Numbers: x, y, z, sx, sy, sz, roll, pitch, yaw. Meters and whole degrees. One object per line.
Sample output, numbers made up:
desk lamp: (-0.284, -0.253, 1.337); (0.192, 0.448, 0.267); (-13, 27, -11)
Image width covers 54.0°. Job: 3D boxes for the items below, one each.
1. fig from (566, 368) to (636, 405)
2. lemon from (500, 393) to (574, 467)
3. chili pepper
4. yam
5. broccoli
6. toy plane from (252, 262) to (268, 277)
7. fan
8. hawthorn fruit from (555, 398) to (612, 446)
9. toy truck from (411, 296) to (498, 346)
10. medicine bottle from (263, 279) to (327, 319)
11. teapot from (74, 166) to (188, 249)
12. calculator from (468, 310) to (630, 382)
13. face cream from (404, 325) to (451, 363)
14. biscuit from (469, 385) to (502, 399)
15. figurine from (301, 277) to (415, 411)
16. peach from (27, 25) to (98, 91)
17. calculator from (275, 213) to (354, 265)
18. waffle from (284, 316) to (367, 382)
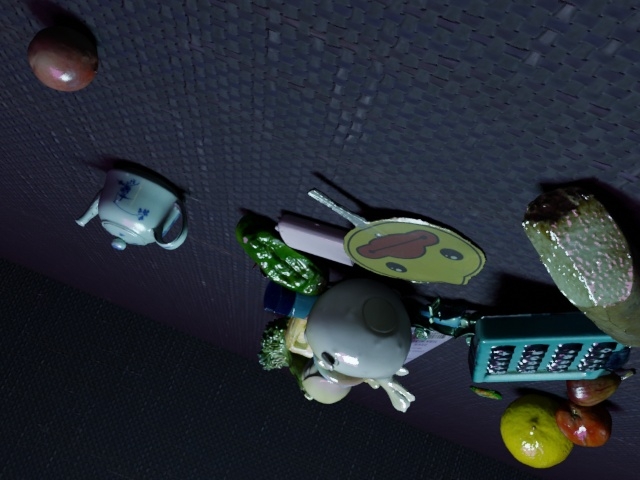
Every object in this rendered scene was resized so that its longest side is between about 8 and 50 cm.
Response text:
fig: (0.531, 0.268, 1.189); (0.125, 0.088, 0.089); (-10, 148, 25)
lemon: (0.544, 0.477, 1.574); (0.178, 0.178, 0.203); (11, 159, 30)
chili pepper: (-0.062, 0.038, 1.212); (0.257, 0.100, 0.074); (35, -165, -39)
yam: (0.337, 0.039, 0.747); (0.259, 0.106, 0.106); (34, 158, -35)
broccoli: (-0.061, 0.343, 1.726); (0.274, 0.177, 0.198); (52, 172, 41)
toy plane: (-0.113, 0.046, 1.319); (0.037, 0.060, 0.145); (30, 175, -20)
fan: (0.112, 0.003, 0.978); (0.335, 0.011, 0.230); (30, 151, -27)
hawthorn fruit: (0.599, 0.412, 1.437); (0.128, 0.128, 0.128); (20, 161, 7)
toy truck: (0.250, 0.144, 1.178); (0.154, 0.080, 0.078); (5, 128, 41)
medicine bottle: (0.006, 0.151, 1.423); (0.259, 0.079, 0.124); (12, 175, 24)
teapot: (-0.351, -0.047, 1.194); (0.232, 0.158, 0.159); (16, 160, 19)
calculator: (0.376, 0.184, 1.040); (0.249, 0.058, 0.274); (-4, 154, 8)
face cream: (0.179, 0.226, 1.384); (0.154, 0.096, 0.274); (8, 154, -25)
biscuit: (0.469, 0.431, 1.772); (0.089, 0.016, 0.046); (-1, 150, 49)
figurine: (0.063, 0.254, 1.283); (0.274, 0.227, 0.394); (47, 144, 12)
peach: (-0.318, -0.225, 0.781); (0.083, 0.083, 0.083); (20, 161, 7)
calculator: (0.000, 0.000, 1.105); (0.175, 0.032, 0.100); (17, 159, 14)
waffle: (0.049, 0.254, 1.582); (0.274, 0.057, 0.168); (23, 128, -3)
